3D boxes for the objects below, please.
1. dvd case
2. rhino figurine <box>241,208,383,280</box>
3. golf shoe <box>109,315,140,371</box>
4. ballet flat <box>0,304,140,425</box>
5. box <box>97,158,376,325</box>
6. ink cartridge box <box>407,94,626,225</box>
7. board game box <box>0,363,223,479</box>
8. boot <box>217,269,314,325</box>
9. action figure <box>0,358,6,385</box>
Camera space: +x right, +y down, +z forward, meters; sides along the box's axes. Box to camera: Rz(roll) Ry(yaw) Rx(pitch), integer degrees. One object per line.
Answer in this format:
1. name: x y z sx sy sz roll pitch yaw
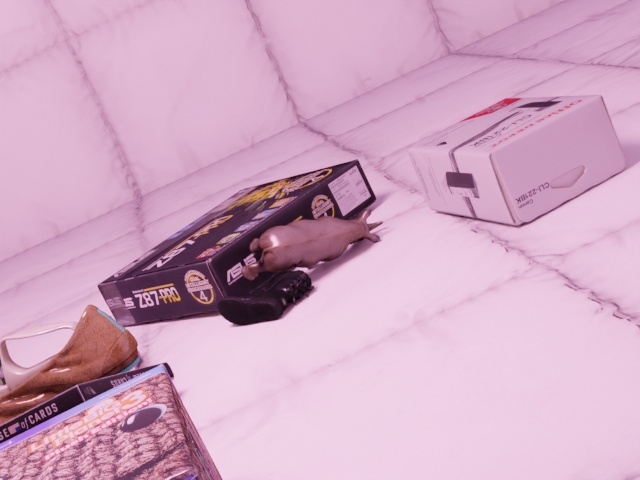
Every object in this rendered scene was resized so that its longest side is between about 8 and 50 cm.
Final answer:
1. dvd case: -0.301 0.208 1.342 0.179 0.029 0.239 -28 -7 14
2. rhino figurine: 0.000 0.000 1.702 0.243 0.073 0.106 -14 -9 -32
3. golf shoe: -0.300 0.168 1.578 0.068 0.086 0.186 -25 17 -5
4. ballet flat: -0.405 0.191 1.481 0.342 0.124 0.116 -31 9 13
5. box: -0.139 0.003 1.900 0.318 0.097 0.395 -14 17 47
6. ink cartridge box: 0.280 -0.122 1.619 0.197 0.114 0.273 -28 15 -15
7. board game box: -0.197 0.255 0.963 0.232 0.141 0.291 -26 14 -8
8. boot: -0.077 0.080 1.616 0.121 0.045 0.099 -5 25 36
9. action figure: -0.532 0.262 1.601 0.232 0.137 0.063 -34 27 -3
